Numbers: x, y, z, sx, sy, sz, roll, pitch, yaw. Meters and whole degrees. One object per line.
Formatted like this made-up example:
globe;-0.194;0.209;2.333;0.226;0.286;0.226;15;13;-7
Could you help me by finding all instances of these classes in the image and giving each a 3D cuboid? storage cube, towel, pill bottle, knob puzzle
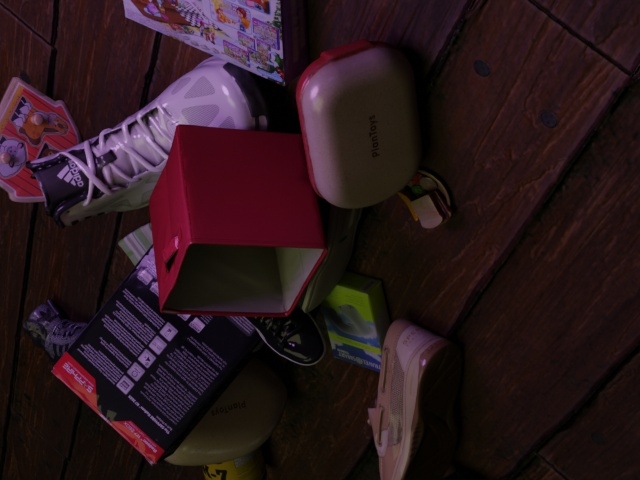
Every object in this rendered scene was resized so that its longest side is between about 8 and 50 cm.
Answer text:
storage cube;-0.116;-0.023;1.649;0.183;0.215;0.193;120;146;-51
towel;-0.292;0.025;2.138;0.113;0.023;0.152;56;146;-8
pill bottle;-0.175;0.381;2.270;0.119;0.119;0.208;19;136;34
knob puzzle;-0.465;-0.149;2.016;0.030;0.213;0.213;4;126;44

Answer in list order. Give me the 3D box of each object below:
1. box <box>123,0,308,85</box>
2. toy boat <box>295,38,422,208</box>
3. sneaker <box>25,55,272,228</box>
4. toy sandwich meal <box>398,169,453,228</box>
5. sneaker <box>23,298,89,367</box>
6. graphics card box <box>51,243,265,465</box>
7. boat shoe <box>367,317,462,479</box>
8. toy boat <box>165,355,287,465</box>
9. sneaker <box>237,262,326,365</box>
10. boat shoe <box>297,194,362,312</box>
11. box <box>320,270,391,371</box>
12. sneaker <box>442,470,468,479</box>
box;-0.148;-0.345;1.594;0.293;0.057;0.201;27;141;27
toy boat;0.036;-0.157;1.541;0.151;0.151;0.231;-125;21;-50
sneaker;-0.262;-0.111;1.748;0.447;0.257;0.169;-26;92;54
toy sandwich meal;0.136;-0.054;1.601;0.085;0.029;0.085;28;140;26
sneaker;-0.518;0.187;2.454;0.153;0.101;0.268;47;148;-4
graphics card box;-0.219;0.138;1.908;0.233;0.094;0.371;40;99;10
boat shoe;0.135;0.270;1.842;0.110;0.122;0.341;34;129;37
toy boat;-0.193;0.221;2.080;0.148;0.267;0.318;-16;81;55
sneaker;-0.086;0.104;1.771;0.217;0.079;0.121;47;-171;7
boat shoe;0.000;0.000;1.739;0.079;0.084;0.233;33;128;26
box;0.058;0.129;1.850;0.109;0.042;0.178;15;133;38
sneaker;0.234;0.509;1.995;0.139;0.125;0.341;51;150;34
